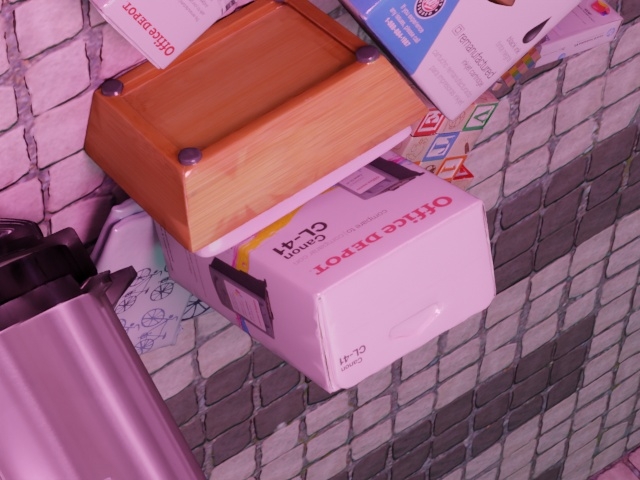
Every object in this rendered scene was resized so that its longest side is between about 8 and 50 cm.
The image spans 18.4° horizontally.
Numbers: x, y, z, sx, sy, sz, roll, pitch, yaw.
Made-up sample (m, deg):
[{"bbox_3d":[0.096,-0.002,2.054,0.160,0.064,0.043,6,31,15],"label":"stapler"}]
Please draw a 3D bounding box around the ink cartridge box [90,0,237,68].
[{"bbox_3d":[-0.128,-0.273,1.863,0.190,0.082,0.139,-41,152,3],"label":"ink cartridge box"}]

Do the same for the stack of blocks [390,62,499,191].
[{"bbox_3d":[0.099,-0.081,2.414,0.171,0.087,0.297,-10,140,-44],"label":"stack of blocks"}]

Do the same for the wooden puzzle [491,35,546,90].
[{"bbox_3d":[0.218,-0.196,2.170,0.083,0.006,0.049,-43,152,4],"label":"wooden puzzle"}]

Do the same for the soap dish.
[{"bbox_3d":[-0.073,-0.130,2.005,0.291,0.229,0.118,-31,134,-17],"label":"soap dish"}]

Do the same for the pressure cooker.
[{"bbox_3d":[-0.335,0.190,1.952,0.375,0.420,0.370,-30,179,24],"label":"pressure cooker"}]

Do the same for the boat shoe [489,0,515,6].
[{"bbox_3d":[0.085,-0.330,1.783,0.342,0.123,0.123,26,95,-41],"label":"boat shoe"}]

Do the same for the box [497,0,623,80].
[{"bbox_3d":[0.230,-0.264,2.253,0.186,0.145,0.038,-22,148,-32],"label":"box"}]

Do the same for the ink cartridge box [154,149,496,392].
[{"bbox_3d":[0.000,0.000,2.044,0.226,0.306,0.131,-30,127,-26],"label":"ink cartridge box"}]

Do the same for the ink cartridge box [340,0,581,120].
[{"bbox_3d":[0.190,-0.354,2.048,0.395,0.166,0.285,-43,151,4],"label":"ink cartridge box"}]

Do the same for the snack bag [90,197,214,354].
[{"bbox_3d":[-0.138,0.024,2.280,0.342,0.037,0.323,-18,152,-35],"label":"snack bag"}]
